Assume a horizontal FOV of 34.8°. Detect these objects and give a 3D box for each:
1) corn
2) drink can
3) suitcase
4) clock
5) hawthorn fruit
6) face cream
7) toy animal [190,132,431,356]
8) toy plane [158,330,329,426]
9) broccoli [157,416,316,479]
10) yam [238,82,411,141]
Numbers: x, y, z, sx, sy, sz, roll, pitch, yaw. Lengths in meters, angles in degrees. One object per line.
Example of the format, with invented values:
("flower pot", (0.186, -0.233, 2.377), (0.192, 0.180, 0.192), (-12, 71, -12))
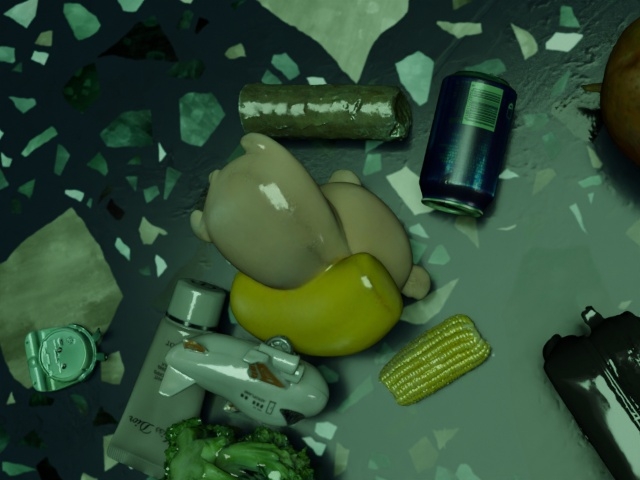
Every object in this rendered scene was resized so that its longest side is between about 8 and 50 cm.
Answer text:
("corn", (0.168, 0.180, 1.516), (0.165, 0.063, 0.085), (-37, 101, 7))
("drink can", (0.217, -0.142, 1.521), (0.118, 0.118, 0.205), (14, 85, 13))
("suitcase", (0.420, 0.239, 1.312), (0.188, 0.345, 0.339), (-36, 77, 10))
("clock", (-0.404, 0.181, 1.642), (0.135, 0.041, 0.101), (-17, 79, 9))
("hawthorn fruit", (0.499, -0.209, 1.408), (0.298, 0.277, 0.277), (13, 85, 36))
("face cream", (-0.227, 0.216, 1.590), (0.143, 0.089, 0.315), (19, 97, 12))
("toy animal", (-0.014, 0.008, 1.511), (0.345, 0.247, 0.277), (45, 136, 0))
("toy plane", (-0.107, 0.204, 1.479), (0.244, 0.245, 0.118), (10, 61, 13))
("broccoli", (-0.131, 0.372, 1.455), (0.265, 0.245, 0.294), (-51, 36, -17))
("yam", (0.009, -0.199, 1.585), (0.259, 0.093, 0.093), (2, 83, 11))
